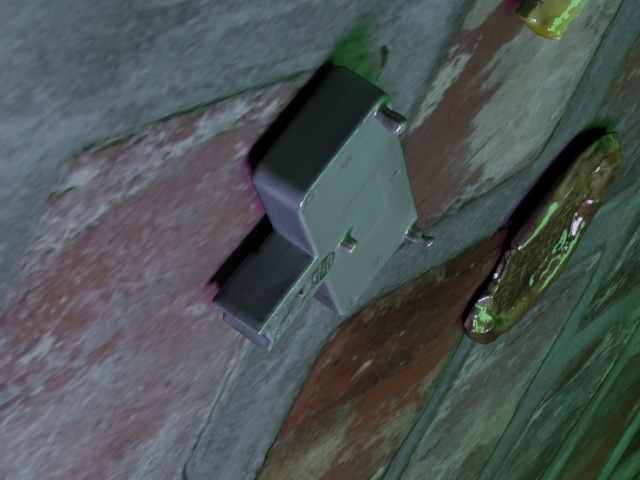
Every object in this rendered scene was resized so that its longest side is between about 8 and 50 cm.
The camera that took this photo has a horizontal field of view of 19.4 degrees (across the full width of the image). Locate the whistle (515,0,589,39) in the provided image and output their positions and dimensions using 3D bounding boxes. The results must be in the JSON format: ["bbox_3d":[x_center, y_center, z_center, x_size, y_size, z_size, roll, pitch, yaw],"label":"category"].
[{"bbox_3d":[0.204,-0.217,1.239,0.198,0.057,0.104,-56,161,2],"label":"whistle"}]

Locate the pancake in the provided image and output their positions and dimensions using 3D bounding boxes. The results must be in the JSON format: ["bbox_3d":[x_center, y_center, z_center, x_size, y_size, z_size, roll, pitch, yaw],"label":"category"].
[{"bbox_3d":[0.203,-0.003,1.673,0.212,0.029,0.235,-40,159,-37],"label":"pancake"}]

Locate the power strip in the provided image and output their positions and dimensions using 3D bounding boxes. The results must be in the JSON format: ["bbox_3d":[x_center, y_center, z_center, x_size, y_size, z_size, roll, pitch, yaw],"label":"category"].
[{"bbox_3d":[0.000,0.000,1.129,0.145,0.061,0.215,-51,161,-10],"label":"power strip"}]
